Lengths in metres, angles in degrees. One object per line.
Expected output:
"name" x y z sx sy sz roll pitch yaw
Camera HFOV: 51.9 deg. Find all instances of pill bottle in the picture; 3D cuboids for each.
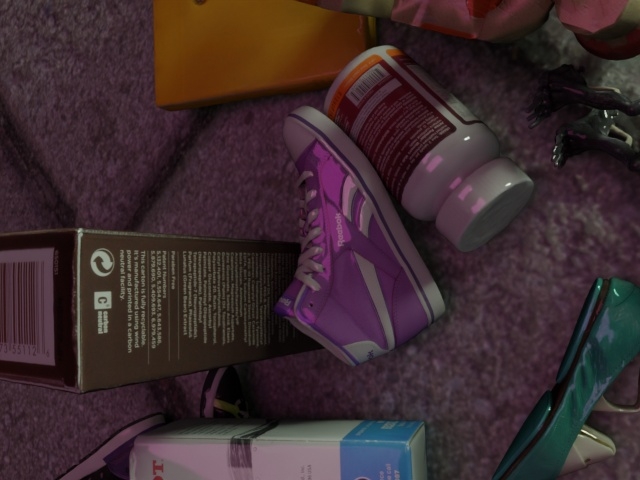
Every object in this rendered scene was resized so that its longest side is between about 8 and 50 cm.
"pill bottle" 0.111 -0.098 0.702 0.121 0.121 0.221 -50 63 21

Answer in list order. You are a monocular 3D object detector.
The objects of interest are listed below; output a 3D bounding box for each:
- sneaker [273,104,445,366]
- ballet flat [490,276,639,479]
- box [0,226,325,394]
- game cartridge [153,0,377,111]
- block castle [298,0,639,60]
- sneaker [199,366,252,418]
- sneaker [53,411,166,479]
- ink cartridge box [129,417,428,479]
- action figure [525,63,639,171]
"sneaker" 0.000 0.000 0.706 0.161 0.102 0.282 -29 85 -12
"ballet flat" 0.249 0.157 0.621 0.087 0.083 0.247 27 104 18
"box" -0.162 0.065 0.717 0.191 0.381 0.143 -3 88 34
"game cartridge" -0.082 -0.330 0.867 0.323 0.052 0.285 -1 89 25
"block castle" 0.125 -0.355 0.614 0.453 0.213 0.303 23 113 26
"sneaker" -0.091 0.271 0.853 0.097 0.084 0.235 -8 85 13
"sneaker" -0.312 0.377 0.967 0.283 0.107 0.124 -40 72 25
"ink cartridge box" -0.039 0.317 0.723 0.307 0.129 0.223 -4 86 16
"action figure" 0.321 -0.080 0.542 0.275 0.164 0.141 13 64 40
